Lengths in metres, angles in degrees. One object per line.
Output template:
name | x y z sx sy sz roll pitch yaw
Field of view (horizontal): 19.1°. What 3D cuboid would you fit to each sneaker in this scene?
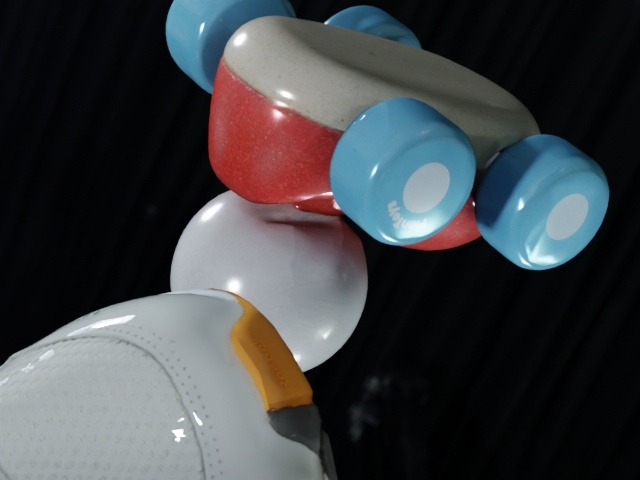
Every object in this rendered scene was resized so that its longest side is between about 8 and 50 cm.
sneaker | -0.110 0.101 0.404 0.121 0.262 0.099 2 -127 -58

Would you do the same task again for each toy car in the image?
toy car | 0.000 0.000 1.097 0.210 0.238 0.219 10 -157 -42
